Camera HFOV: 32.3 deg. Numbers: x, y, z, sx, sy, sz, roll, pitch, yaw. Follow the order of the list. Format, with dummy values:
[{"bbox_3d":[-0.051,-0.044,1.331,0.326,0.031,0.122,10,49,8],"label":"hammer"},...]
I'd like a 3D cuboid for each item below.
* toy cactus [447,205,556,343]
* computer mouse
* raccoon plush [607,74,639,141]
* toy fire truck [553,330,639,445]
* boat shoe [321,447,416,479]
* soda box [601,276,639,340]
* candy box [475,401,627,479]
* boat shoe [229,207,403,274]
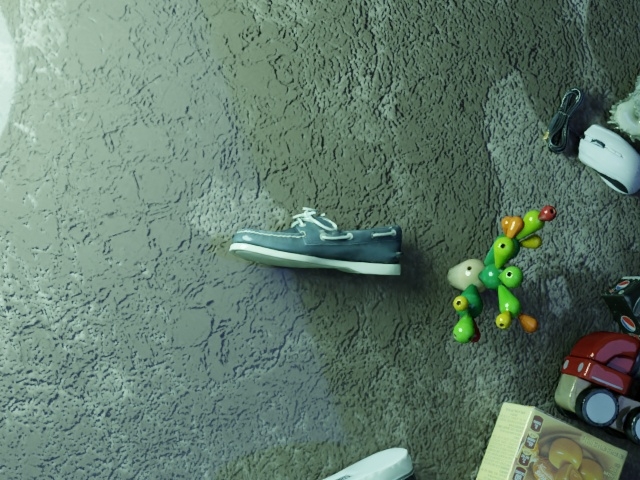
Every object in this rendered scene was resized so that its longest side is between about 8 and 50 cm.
[{"bbox_3d":[0.241,0.051,1.533,0.112,0.180,0.219,28,79,-17],"label":"toy cactus"},{"bbox_3d":[0.432,-0.142,1.689,0.193,0.042,0.106,33,76,-17],"label":"computer mouse"},{"bbox_3d":[0.619,-0.095,1.727,0.216,0.299,0.446,-39,134,-33],"label":"raccoon plush"},{"bbox_3d":[0.488,0.176,1.606,0.217,0.158,0.246,23,85,-6],"label":"toy fire truck"},{"bbox_3d":[0.004,0.381,1.474,0.301,0.108,0.102,-21,94,-28],"label":"boat shoe"},{"bbox_3d":[0.503,0.138,1.694,0.053,0.060,0.169,-35,100,-19],"label":"soda box"},{"bbox_3d":[0.302,0.415,1.589,0.183,0.087,0.316,26,78,-19],"label":"candy box"},{"bbox_3d":[0.000,0.000,1.489,0.254,0.095,0.079,6,87,-22],"label":"boat shoe"}]
